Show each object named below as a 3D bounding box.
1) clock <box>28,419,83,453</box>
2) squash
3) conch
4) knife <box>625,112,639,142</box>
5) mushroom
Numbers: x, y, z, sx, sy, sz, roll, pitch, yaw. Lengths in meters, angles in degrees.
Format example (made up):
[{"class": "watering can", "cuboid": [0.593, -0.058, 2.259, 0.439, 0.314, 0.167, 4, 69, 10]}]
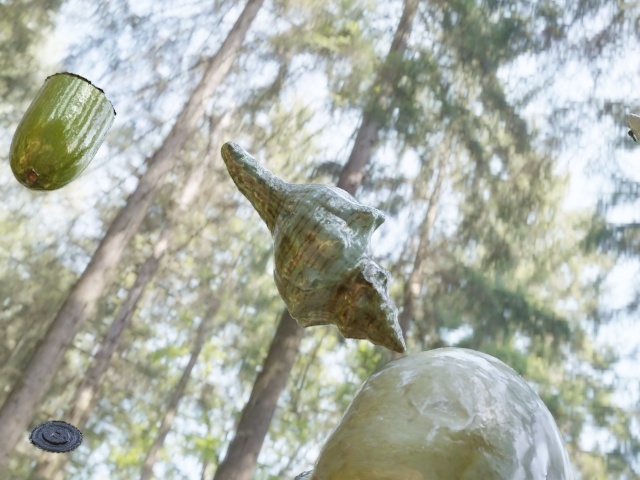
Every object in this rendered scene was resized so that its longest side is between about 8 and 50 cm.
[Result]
[{"class": "clock", "cuboid": [-0.404, 0.301, 1.813, 0.083, 0.074, 0.010, 18, -59, 23]}, {"class": "squash", "cuboid": [-0.367, -0.138, 1.648, 0.123, 0.186, 0.123, 8, -44, 8]}, {"class": "conch", "cuboid": [0.009, -0.005, 1.666, 0.170, 0.203, 0.386, -33, -99, 44]}, {"class": "knife", "cuboid": [0.422, -0.054, 1.356, 0.043, 0.336, 0.081, -24, -43, -1]}, {"class": "mushroom", "cuboid": [0.109, 0.276, 1.136, 0.260, 0.352, 0.352, -7, -56, 28]}]
